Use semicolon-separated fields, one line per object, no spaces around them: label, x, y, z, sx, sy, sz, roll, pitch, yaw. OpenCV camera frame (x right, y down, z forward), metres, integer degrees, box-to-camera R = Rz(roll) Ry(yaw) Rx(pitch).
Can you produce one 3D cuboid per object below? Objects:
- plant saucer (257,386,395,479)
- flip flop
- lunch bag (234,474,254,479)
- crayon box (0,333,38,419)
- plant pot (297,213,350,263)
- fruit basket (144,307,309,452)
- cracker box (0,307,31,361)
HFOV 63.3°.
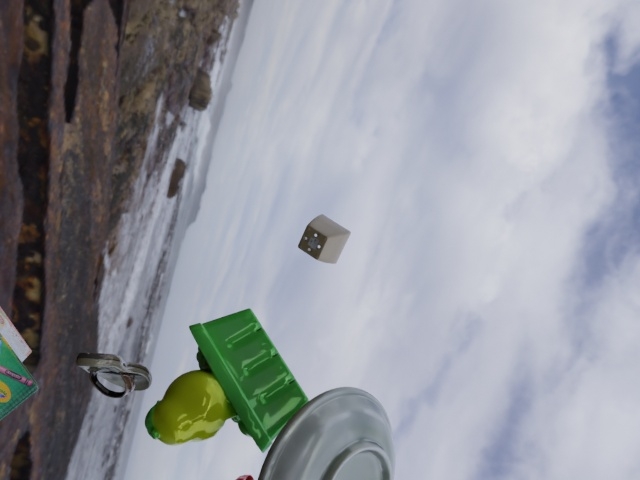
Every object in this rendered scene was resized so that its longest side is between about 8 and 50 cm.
plant saucer;0.047;0.518;1.088;0.100;0.400;0.400;8;-97;47
flip flop;-0.478;0.321;1.204;0.277;0.112;0.080;86;0;-65
lunch bag;-0.212;0.787;1.438;0.293;0.120;0.258;60;18;-54
crayon box;-0.571;0.143;0.774;0.165;0.278;0.081;-13;-158;32
plant pot;0.000;0.000;1.448;0.096;0.109;0.109;-11;130;-60
fruit basket;-0.256;0.399;1.343;0.283;0.392;0.392;97;1;-69
cracker box;-0.817;0.263;1.276;0.156;0.067;0.232;62;-9;-12
